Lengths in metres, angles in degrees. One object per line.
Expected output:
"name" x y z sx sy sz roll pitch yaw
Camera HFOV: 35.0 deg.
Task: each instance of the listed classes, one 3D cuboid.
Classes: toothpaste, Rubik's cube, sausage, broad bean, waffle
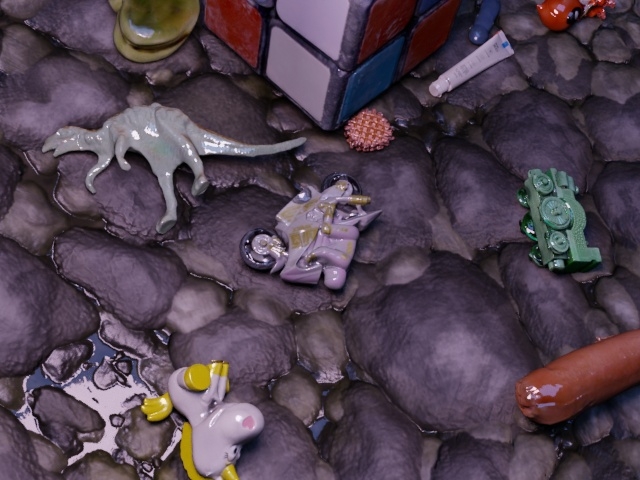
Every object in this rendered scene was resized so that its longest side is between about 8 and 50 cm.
"toothpaste" 0.258 -0.299 1.737 0.190 0.031 0.048 -35 98 -26
"Rubik's cube" 0.028 -0.423 1.576 0.316 0.313 0.318 43 62 16
"sausage" 0.470 0.179 1.515 0.419 0.094 0.094 -17 39 -19
"broad bean" -0.272 -0.385 1.640 0.153 0.072 0.206 10 62 -14
"waffle" 0.078 -0.178 1.638 0.083 0.029 0.075 -21 70 -20

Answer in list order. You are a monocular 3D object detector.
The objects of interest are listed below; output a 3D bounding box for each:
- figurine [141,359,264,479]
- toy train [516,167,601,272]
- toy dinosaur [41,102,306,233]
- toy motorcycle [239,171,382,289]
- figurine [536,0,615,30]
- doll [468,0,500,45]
"figurine" -0.145 0.247 1.356 0.130 0.109 0.178 -37 76 2
"toy train" 0.377 -0.033 1.610 0.105 0.071 0.178 2 65 -20
"toy dinosaur" -0.207 -0.129 1.521 0.393 0.092 0.205 -17 63 -10
"toy motorcycle" 0.000 0.000 1.509 0.225 0.073 0.152 -36 78 -24
"figurine" 0.451 -0.421 1.818 0.140 0.068 0.075 -18 72 -22
"doll" 0.290 -0.391 1.793 0.037 0.027 0.125 26 59 0
